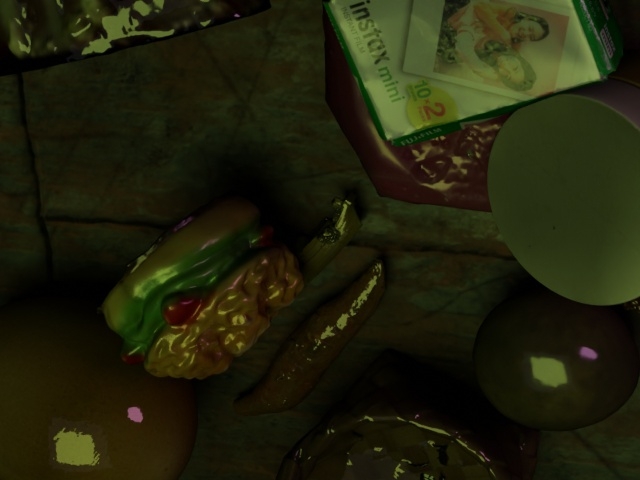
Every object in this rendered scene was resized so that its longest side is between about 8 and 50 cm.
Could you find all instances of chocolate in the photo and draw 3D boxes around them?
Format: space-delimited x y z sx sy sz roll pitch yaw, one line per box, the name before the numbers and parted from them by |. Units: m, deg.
chocolate | -0.226 -0.301 1.846 0.340 0.225 0.210 -10 104 23

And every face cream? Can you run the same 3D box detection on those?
face cream | 0.305 -0.067 1.789 0.218 0.179 0.218 20 122 35

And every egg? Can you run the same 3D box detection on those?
egg | -0.296 0.193 2.141 0.322 0.250 0.250 27 127 25

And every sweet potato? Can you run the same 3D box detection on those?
sweet potato | -0.012 0.128 2.121 0.066 0.072 0.314 43 127 7

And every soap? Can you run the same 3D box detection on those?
soap | 0.116 -0.194 1.849 0.220 0.127 0.324 7 121 11

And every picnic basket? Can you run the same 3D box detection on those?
picnic basket | 0.075 0.344 2.077 0.293 0.337 0.337 27 125 0

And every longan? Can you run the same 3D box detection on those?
longan | 0.258 0.134 1.990 0.185 0.159 0.204 14 162 -5

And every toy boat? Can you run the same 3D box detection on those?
toy boat | 0.000 0.000 2.050 0.049 0.047 0.149 40 128 -4

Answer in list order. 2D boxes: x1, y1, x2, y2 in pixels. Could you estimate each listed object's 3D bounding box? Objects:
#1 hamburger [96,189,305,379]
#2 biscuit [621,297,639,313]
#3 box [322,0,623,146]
hamburger | -0.128 0.068 2.014 0.149 0.237 0.237 50 124 6
biscuit | 0.311 0.006 1.966 0.237 0.026 0.131 21 123 4
box | 0.143 -0.206 1.701 0.250 0.103 0.180 -17 112 23
